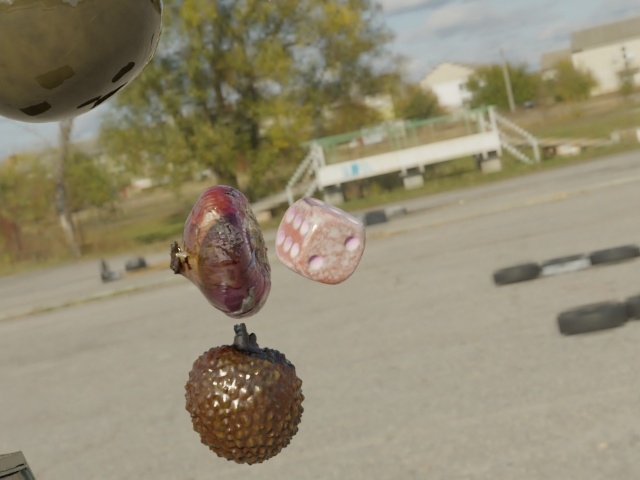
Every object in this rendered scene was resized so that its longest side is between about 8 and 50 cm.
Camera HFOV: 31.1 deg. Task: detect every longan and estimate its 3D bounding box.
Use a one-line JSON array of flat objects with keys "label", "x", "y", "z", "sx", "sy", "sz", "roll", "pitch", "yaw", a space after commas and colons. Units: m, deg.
[{"label": "longan", "x": -0.292, "y": -0.238, "z": 1.242, "sx": 0.248, "sy": 0.248, "sz": 0.248, "roll": -12, "pitch": 4, "yaw": 1}]

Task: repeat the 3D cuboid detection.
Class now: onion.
[{"label": "onion", "x": -0.172, "y": 0.028, "z": 1.940, "sx": 0.163, "sy": 0.230, "sz": 0.230, "roll": -21, "pitch": 4, "yaw": 2}]

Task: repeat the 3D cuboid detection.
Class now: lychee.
[{"label": "lychee", "x": -0.126, "y": 0.256, "z": 1.913, "sx": 0.200, "sy": 0.238, "sz": 0.200, "roll": 0, "pitch": 4, "yaw": 0}]

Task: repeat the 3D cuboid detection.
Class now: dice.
[{"label": "dice", "x": 0.000, "y": 0.000, "z": 1.542, "sx": 0.091, "sy": 0.094, "sz": 0.093, "roll": 17, "pitch": 12, "yaw": -30}]

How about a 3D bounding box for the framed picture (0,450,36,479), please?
[{"label": "framed picture", "x": -0.377, "y": 0.511, "z": 1.667, "sx": 0.028, "sy": 0.446, "sz": 0.326, "roll": -27, "pitch": -5, "yaw": -6}]
